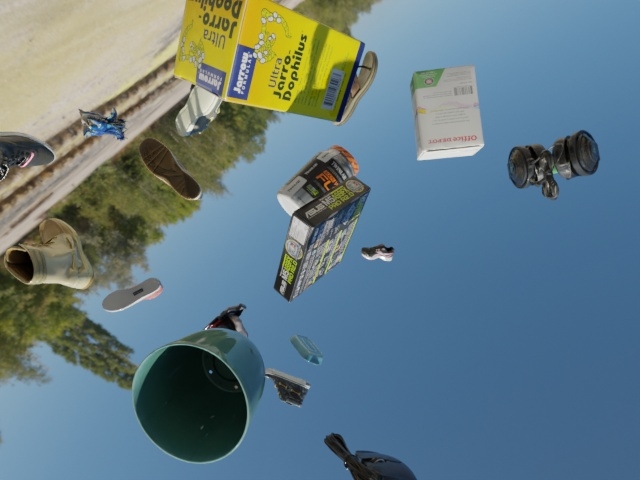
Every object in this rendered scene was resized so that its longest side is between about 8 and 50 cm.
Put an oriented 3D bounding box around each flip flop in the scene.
[{"bbox_3d":[0.107,-0.531,1.453,0.276,0.080,0.112,-58,-155,9],"label":"flip flop"}]

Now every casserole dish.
[{"bbox_3d":[-0.056,0.455,1.779,0.036,0.114,0.188,-60,-143,7],"label":"casserole dish"}]

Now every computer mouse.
[{"bbox_3d":[0.136,0.447,0.781,0.060,0.262,0.184,-51,-157,-10],"label":"computer mouse"}]

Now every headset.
[{"bbox_3d":[0.672,-0.204,1.221,0.244,0.185,0.394,-11,178,31],"label":"headset"}]

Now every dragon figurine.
[{"bbox_3d":[-0.703,-0.385,1.379,0.144,0.085,0.289,-11,-175,-24],"label":"dragon figurine"}]

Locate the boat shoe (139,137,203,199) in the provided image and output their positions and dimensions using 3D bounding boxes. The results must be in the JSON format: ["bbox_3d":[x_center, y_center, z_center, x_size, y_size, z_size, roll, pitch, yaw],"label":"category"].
[{"bbox_3d":[-0.575,-0.269,1.628,0.109,0.302,0.098,-46,179,-3],"label":"boat shoe"}]

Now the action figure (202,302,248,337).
[{"bbox_3d":[-0.390,0.391,1.497,0.341,0.178,0.330,-45,162,25],"label":"action figure"}]

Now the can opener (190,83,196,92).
[{"bbox_3d":[-0.446,-0.624,1.749,0.059,0.186,0.073,171,-80,-70],"label":"can opener"}]

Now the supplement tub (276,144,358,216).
[{"bbox_3d":[-0.005,-0.224,1.685,0.316,0.193,0.194,-47,-157,-13],"label":"supplement tub"}]

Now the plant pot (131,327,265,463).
[{"bbox_3d":[-0.272,0.356,1.064,0.293,0.292,0.235,-35,179,15],"label":"plant pot"}]

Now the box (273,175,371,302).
[{"bbox_3d":[0.000,0.000,1.003,0.216,0.060,0.269,-37,156,-39],"label":"box"}]

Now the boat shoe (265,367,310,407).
[{"bbox_3d":[-0.123,0.472,1.356,0.184,0.065,0.083,6,-117,36],"label":"boat shoe"}]

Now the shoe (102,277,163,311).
[{"bbox_3d":[-0.583,0.176,1.319,0.178,0.063,0.081,-26,169,-17],"label":"shoe"}]

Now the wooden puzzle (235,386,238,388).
[{"bbox_3d":[-0.353,0.647,1.779,0.221,0.045,0.238,-107,-147,-65],"label":"wooden puzzle"}]

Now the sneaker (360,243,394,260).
[{"bbox_3d":[0.283,0.046,2.068,0.071,0.179,0.077,-111,-146,-47],"label":"sneaker"}]

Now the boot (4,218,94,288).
[{"bbox_3d":[-0.791,0.026,1.198,0.095,0.261,0.203,-39,163,9],"label":"boot"}]

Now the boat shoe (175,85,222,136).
[{"bbox_3d":[-0.435,-0.491,1.563,0.091,0.109,0.305,-20,174,-47],"label":"boat shoe"}]

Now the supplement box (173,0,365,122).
[{"bbox_3d":[-0.101,-0.401,0.928,0.194,0.357,0.195,33,-64,33],"label":"supplement box"}]

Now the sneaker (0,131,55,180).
[{"bbox_3d":[-0.765,-0.190,1.013,0.104,0.146,0.296,-43,166,15],"label":"sneaker"}]

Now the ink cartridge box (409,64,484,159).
[{"bbox_3d":[0.322,-0.325,1.086,0.155,0.212,0.093,-6,174,3],"label":"ink cartridge box"}]
